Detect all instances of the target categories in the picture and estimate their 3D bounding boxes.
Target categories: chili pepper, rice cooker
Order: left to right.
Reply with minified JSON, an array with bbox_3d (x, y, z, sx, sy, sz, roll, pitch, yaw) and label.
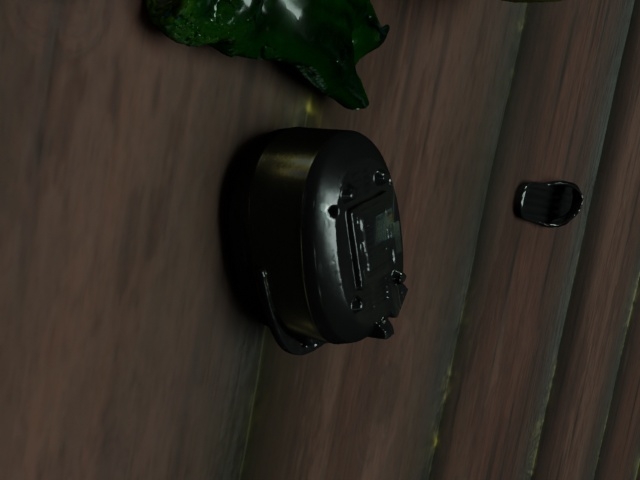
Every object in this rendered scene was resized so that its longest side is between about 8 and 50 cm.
[{"bbox_3d":[-0.016,-0.151,0.519,0.224,0.061,0.098,4,91,-51],"label":"chili pepper"},{"bbox_3d":[0.000,0.000,0.554,0.112,0.106,0.165,-31,114,-47],"label":"rice cooker"}]

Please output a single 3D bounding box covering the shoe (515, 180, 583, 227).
[{"bbox_3d":[0.295,-0.045,0.960,0.159,0.053,0.062,0,98,-49],"label":"shoe"}]

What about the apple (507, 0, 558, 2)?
[{"bbox_3d":[0.176,-0.280,0.617,0.200,0.200,0.200,-21,118,-47],"label":"apple"}]
